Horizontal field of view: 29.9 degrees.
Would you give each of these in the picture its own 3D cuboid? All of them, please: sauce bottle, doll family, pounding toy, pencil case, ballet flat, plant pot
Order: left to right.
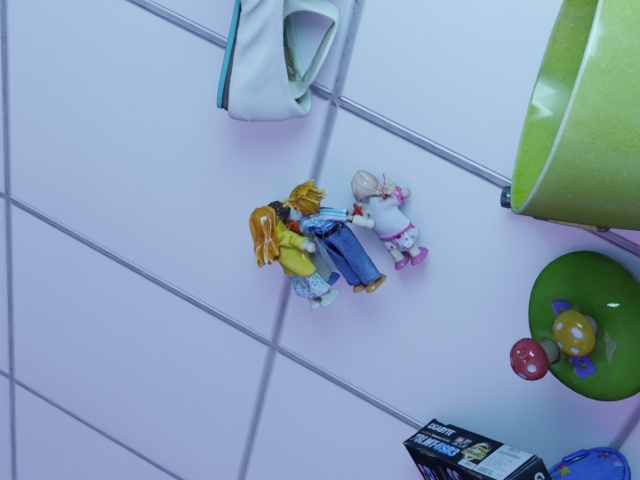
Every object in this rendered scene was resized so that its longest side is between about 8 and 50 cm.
[{"bbox_3d":[-0.038,-0.284,1.312,0.139,0.139,0.400,26,142,14],"label":"ballet flat"},{"bbox_3d":[0.000,0.000,1.528,0.263,0.118,0.163,-18,114,44],"label":"doll family"},{"bbox_3d":[0.268,-0.040,1.359,0.128,0.042,0.042,15,134,28],"label":"sauce bottle"},{"bbox_3d":[0.304,0.126,1.365,0.237,0.110,0.183,38,133,37],"label":"pounding toy"},{"bbox_3d":[0.387,0.417,1.630,0.119,0.133,0.306,-22,121,-1],"label":"pencil case"},{"bbox_3d":[0.355,-0.115,1.089,0.293,0.275,0.275,16,137,1],"label":"plant pot"}]

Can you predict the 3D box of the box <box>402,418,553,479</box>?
[{"bbox_3d":[0.261,0.398,1.620,0.295,0.073,0.293,61,165,-11],"label":"box"}]
